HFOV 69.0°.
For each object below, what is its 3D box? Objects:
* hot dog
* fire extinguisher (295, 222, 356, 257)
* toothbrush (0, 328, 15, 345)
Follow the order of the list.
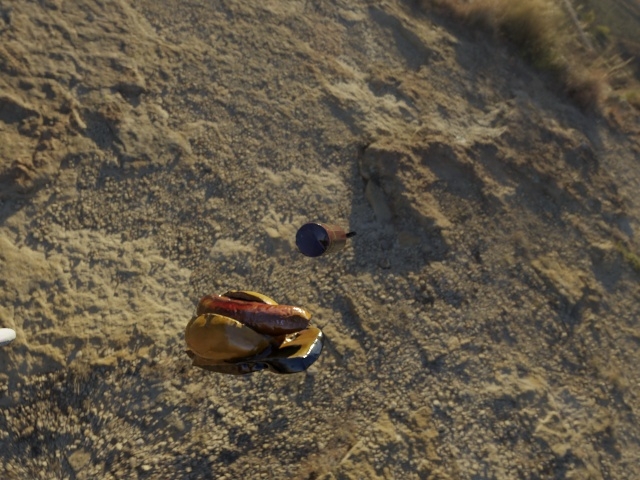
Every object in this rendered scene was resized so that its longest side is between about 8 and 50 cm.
[{"bbox_3d":[-0.137,0.147,0.859,0.194,0.326,0.107,-46,120,-56],"label":"hot dog"},{"bbox_3d":[0.000,0.000,0.634,0.157,0.078,0.045,-8,83,-77],"label":"fire extinguisher"},{"bbox_3d":[-0.301,0.070,0.214,0.307,0.025,0.029,-3,100,-62],"label":"toothbrush"}]
